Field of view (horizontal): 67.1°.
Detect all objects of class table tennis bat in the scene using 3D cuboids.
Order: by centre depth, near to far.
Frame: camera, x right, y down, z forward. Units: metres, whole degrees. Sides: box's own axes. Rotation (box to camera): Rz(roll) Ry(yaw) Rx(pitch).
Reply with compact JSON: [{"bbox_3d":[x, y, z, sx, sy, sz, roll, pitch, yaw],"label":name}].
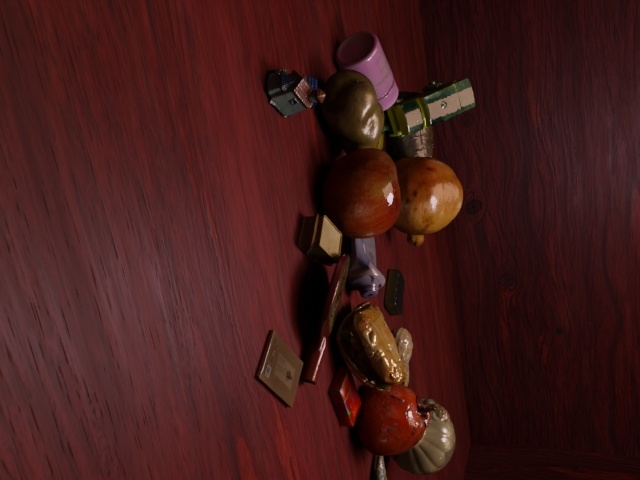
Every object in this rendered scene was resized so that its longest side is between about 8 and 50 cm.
[{"bbox_3d":[0.022,0.234,1.493,0.268,0.051,0.415,87,20,-65],"label":"table tennis bat"}]

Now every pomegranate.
[{"bbox_3d":[0.442,-0.172,2.176,0.410,0.409,0.411,-4,90,-65],"label":"pomegranate"}]

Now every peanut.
[{"bbox_3d":[0.339,0.533,2.113,0.136,0.120,0.299,44,50,-48],"label":"peanut"}]

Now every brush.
[{"bbox_3d":[0.349,0.242,2.247,0.123,0.059,0.197,54,39,-50],"label":"brush"}]

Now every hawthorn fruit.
[{"bbox_3d":[0.282,0.644,1.771,0.276,0.307,0.276,33,47,-45],"label":"hawthorn fruit"}]

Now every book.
[{"bbox_3d":[-0.106,0.351,1.315,0.199,0.016,0.139,59,35,-43],"label":"book"}]

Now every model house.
[{"bbox_3d":[-0.059,-0.437,1.390,0.148,0.148,0.120,39,51,-60],"label":"model house"}]

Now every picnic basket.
[{"bbox_3d":[0.000,0.000,1.523,0.164,0.079,0.115,48,46,-52],"label":"picnic basket"}]

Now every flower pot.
[{"bbox_3d":[0.387,0.789,1.995,0.244,0.307,0.308,41,49,-39],"label":"flower pot"}]

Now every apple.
[{"bbox_3d":[0.129,-0.153,1.646,0.301,0.301,0.302,-4,90,-65],"label":"apple"}]

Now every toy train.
[{"bbox_3d":[0.469,-0.586,2.130,0.441,0.272,0.179,-26,108,-16],"label":"toy train"}]

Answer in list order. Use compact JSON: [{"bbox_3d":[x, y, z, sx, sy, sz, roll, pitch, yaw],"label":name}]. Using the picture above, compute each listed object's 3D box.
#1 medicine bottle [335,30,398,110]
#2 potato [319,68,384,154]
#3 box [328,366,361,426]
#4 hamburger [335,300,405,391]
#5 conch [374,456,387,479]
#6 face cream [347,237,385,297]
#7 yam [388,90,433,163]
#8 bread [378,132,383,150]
[{"bbox_3d":[0.191,-0.662,1.920,0.290,0.178,0.178,44,48,-54],"label":"medicine bottle"},{"bbox_3d":[0.118,-0.428,1.709,0.202,0.218,0.351,-35,130,-17],"label":"potato"},{"bbox_3d":[0.088,0.537,1.657,0.112,0.048,0.175,-58,137,-51],"label":"box"},{"bbox_3d":[0.150,0.353,1.663,0.209,0.162,0.330,27,40,-52],"label":"hamburger"},{"bbox_3d":[0.255,1.020,1.812,0.203,0.169,0.386,96,12,-49],"label":"conch"},{"bbox_3d":[0.163,0.021,1.866,0.235,0.137,0.421,43,37,-53],"label":"face cream"},{"bbox_3d":[0.442,-0.542,2.383,0.241,0.240,0.349,-18,105,-64],"label":"yam"},{"bbox_3d":[0.233,-0.498,2.154,0.228,0.033,0.229,21,66,-61],"label":"bread"}]
